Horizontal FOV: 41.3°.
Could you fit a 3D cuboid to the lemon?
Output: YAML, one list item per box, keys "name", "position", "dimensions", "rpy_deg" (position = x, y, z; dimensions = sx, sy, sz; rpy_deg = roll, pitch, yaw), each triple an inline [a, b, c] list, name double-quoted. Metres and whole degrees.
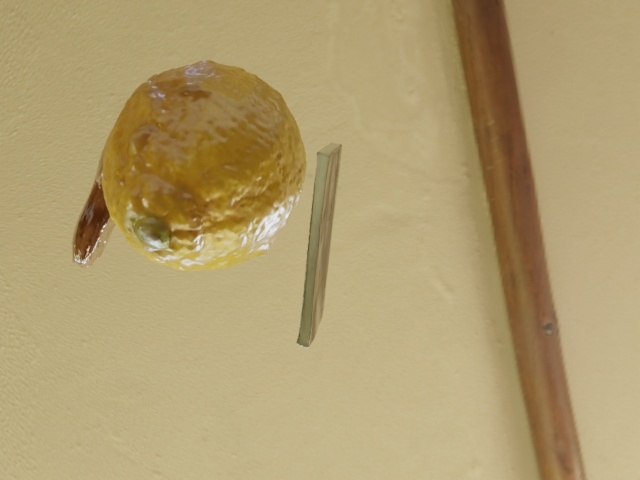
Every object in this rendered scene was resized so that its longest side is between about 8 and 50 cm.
- name: "lemon"
  position: [-0.082, -0.050, 0.598]
  dimensions: [0.142, 0.142, 0.187]
  rpy_deg: [49, -148, -20]

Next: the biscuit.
- name: "biscuit"
  position: [-0.225, -0.056, 0.901]
  dimensions: [0.036, 0.186, 0.192]
  rpy_deg: [23, -80, -10]

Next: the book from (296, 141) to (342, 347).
- name: "book"
  position: [0.000, 0.000, 0.897]
  dimensions: [0.016, 0.138, 0.198]
  rpy_deg: [7, -79, 5]
